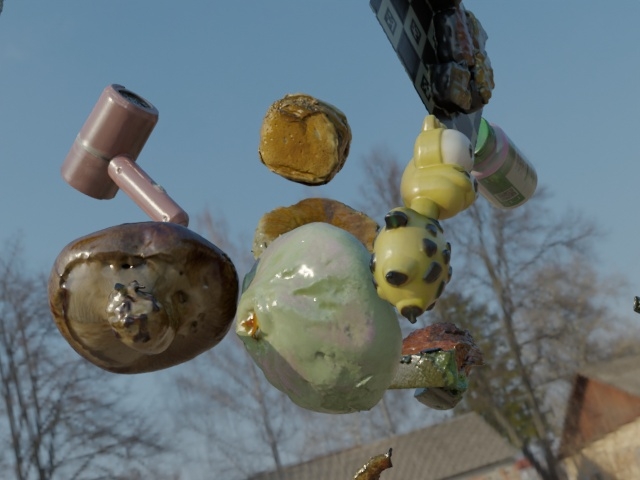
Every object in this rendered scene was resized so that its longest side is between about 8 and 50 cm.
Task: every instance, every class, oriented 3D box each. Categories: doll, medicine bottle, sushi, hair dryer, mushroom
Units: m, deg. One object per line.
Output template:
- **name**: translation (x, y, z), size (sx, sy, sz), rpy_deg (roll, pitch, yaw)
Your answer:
- **doll**: translation (0.112, -0.028, 1.011), size (0.086, 0.291, 0.117), rpy_deg (-4, -56, 22)
- **medicine bottle**: translation (0.366, -0.172, 2.111), size (0.133, 0.133, 0.274), rpy_deg (-26, -30, 23)
- **sushi**: translation (0.212, -0.330, 1.528), size (0.064, 0.343, 0.359), rpy_deg (-14, -51, 29)
- **hair dryer**: translation (-0.350, -0.134, 1.906), size (0.125, 0.352, 0.210), rpy_deg (11, -64, -56)
- **mushroom**: translation (-0.273, 0.102, 1.430), size (0.267, 0.267, 0.254), rpy_deg (-34, 13, 39)

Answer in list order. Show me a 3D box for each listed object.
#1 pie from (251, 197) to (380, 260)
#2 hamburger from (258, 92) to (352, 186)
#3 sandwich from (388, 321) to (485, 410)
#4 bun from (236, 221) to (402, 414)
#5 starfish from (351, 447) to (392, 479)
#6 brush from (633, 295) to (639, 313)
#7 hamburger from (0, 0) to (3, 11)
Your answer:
- **pie**: translation (0.000, 0.000, 2.409), size (0.340, 0.339, 0.083), rpy_deg (-10, -54, -21)
- **hamburger**: translation (-0.035, -0.252, 2.413), size (0.244, 0.244, 0.163), rpy_deg (-30, 11, 31)
- **sandwich**: translation (0.240, 0.275, 2.054), size (0.250, 0.162, 0.301), rpy_deg (-10, 5, 38)
- **bun**: translation (-0.026, 0.124, 1.414), size (0.187, 0.293, 0.293), rpy_deg (-19, -16, -31)
- **starfish**: translation (0.120, 0.457, 1.361), size (0.303, 0.312, 0.113), rpy_deg (-45, 21, -2)
- **brush**: translation (0.685, 0.149, 1.934), size (0.190, 0.034, 0.028), rpy_deg (23, -24, -37)
- **hamburger**: translation (-0.589, -0.299, 1.539), size (0.145, 0.283, 0.259), rpy_deg (13, -59, -25)
